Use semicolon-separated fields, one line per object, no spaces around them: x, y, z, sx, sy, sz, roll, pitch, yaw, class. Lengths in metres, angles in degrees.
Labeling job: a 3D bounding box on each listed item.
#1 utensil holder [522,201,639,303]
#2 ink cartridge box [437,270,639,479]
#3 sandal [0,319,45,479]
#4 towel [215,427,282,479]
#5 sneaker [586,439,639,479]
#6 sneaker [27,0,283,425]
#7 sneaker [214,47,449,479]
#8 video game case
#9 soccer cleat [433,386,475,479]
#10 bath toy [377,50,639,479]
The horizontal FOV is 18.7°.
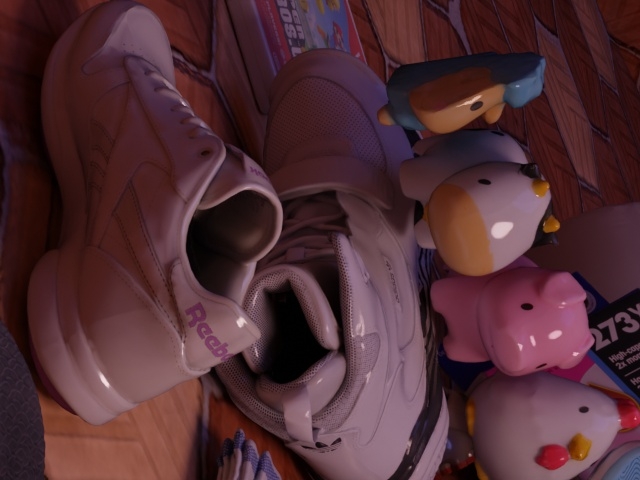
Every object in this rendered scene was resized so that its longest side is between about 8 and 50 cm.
0.326;0.197;1.894;0.385;0.327;0.328;-88;154;-52;utensil holder
0.264;0.155;1.636;0.371;0.175;0.069;46;-27;39;ink cartridge box
-0.172;0.154;0.910;0.097;0.054;0.255;1;82;-64;sandal
-0.038;0.280;1.199;0.285;0.034;0.209;-76;146;-55;towel
0.179;0.302;1.515;0.127;0.208;0.319;18;85;-22;sneaker
-0.088;-0.032;1.151;0.114;0.152;0.305;50;27;-45;sneaker
0.000;0.000;1.397;0.210;0.137;0.366;42;38;-62;sneaker
-0.025;-0.209;1.707;0.285;0.025;0.204;-10;83;-72;video game case
0.121;0.160;1.729;0.076;0.068;0.196;64;18;5;soccer cleat
0.142;0.034;1.401;0.151;0.129;0.348;-65;143;-58;bath toy
